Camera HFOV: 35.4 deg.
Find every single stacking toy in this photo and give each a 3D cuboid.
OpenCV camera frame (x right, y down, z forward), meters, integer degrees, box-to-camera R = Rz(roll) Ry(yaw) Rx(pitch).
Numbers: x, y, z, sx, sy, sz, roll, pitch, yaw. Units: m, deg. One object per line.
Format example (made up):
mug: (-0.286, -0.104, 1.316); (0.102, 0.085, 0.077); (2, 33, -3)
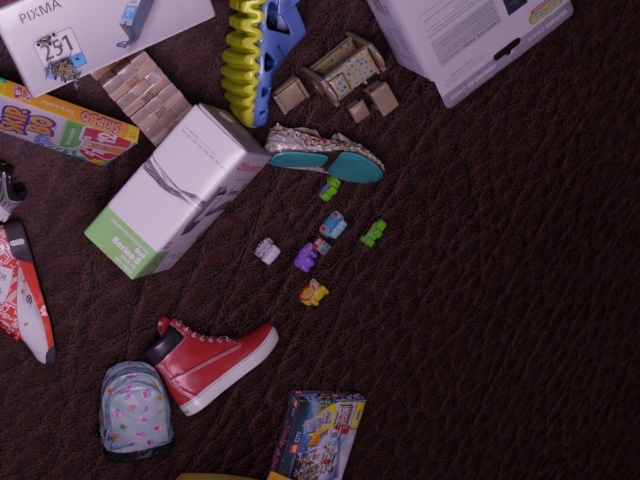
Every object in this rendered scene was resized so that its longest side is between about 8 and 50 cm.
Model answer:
stacking toy: (0.000, 0.000, 1.888); (0.221, 0.052, 0.167); (-47, 127, -1)

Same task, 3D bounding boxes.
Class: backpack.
backpack: (-0.334, 0.311, 1.831); (0.152, 0.115, 0.182); (-10, 115, -20)

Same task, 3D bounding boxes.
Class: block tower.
block tower: (-0.327, -0.289, 1.548); (0.091, 0.097, 0.335); (-42, 127, -3)

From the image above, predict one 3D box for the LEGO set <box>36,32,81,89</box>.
LEGO set: (-0.365, -0.250, 1.405); (0.054, 0.023, 0.083); (-18, 111, -21)

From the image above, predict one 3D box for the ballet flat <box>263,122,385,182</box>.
ballet flat: (0.009, -0.162, 1.790); (0.241, 0.077, 0.091); (10, 146, -31)

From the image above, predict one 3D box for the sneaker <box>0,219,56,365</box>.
sneaker: (-0.528, 0.102, 1.647); (0.145, 0.090, 0.270); (-15, 121, -14)

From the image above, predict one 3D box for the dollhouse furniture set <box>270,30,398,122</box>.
dollhouse furniture set: (0.037, -0.238, 1.751); (0.182, 0.101, 0.161); (-39, 125, -5)

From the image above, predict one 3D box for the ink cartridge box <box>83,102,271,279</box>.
ink cartridge box: (-0.223, -0.078, 1.615); (0.115, 0.198, 0.273); (44, 99, 4)

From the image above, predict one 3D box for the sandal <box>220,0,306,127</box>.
sandal: (-0.082, -0.336, 1.634); (0.138, 0.126, 0.317); (-5, 118, -29)

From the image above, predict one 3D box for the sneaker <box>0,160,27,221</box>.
sneaker: (-0.519, -0.107, 1.560); (0.075, 0.063, 0.170); (-38, 130, -5)

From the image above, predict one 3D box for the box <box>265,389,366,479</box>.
box: (-0.011, 0.421, 2.092); (0.159, 0.044, 0.233); (5, 112, -28)

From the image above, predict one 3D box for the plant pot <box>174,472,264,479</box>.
plant pot: (-0.228, 0.571, 1.944); (0.187, 0.212, 0.212); (19, 111, 13)

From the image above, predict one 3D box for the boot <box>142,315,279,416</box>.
boot: (-0.203, 0.183, 1.857); (0.244, 0.088, 0.176); (-36, 95, -33)

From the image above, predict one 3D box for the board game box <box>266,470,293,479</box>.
board game box: (-0.097, 0.607, 1.968); (0.316, 0.064, 0.242); (77, 34, -65)

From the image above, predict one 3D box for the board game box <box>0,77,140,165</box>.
board game box: (-0.422, -0.184, 1.539); (0.259, 0.124, 0.039); (21, 64, -32)

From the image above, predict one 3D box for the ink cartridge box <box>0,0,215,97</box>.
ink cartridge box: (-0.327, -0.379, 1.403); (0.296, 0.066, 0.261); (-28, 126, -12)

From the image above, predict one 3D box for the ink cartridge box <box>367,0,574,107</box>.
ink cartridge box: (0.257, -0.432, 1.750); (0.309, 0.130, 0.272); (-37, 127, -6)
